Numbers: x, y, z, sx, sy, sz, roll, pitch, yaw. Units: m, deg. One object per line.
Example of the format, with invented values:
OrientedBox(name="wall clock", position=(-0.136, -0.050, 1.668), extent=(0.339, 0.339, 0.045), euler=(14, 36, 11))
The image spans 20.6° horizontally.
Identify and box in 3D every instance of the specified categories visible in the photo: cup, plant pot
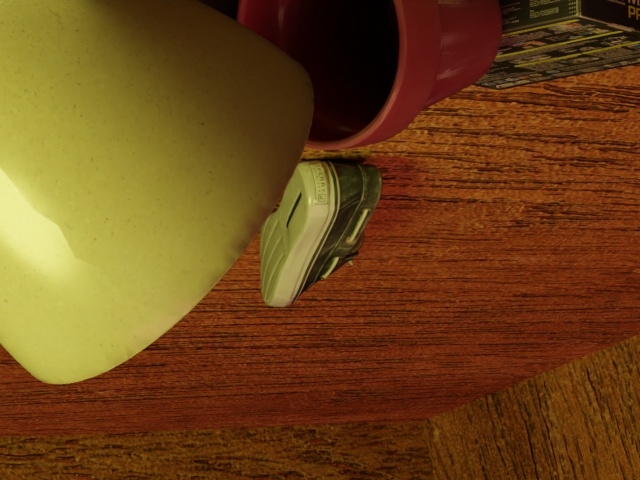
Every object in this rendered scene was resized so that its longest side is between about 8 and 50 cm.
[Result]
OrientedBox(name="cup", position=(-0.204, -0.090, 1.374), extent=(0.331, 0.331, 0.237), euler=(-24, 125, 38))
OrientedBox(name="plant pot", position=(0.057, -0.188, 1.563), extent=(0.180, 0.201, 0.201), euler=(-14, 170, -44))

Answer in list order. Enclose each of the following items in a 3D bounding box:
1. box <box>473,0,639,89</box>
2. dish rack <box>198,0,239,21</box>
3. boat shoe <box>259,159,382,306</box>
OrientedBox(name="box", position=(0.206, -0.205, 1.698), extent=(0.216, 0.060, 0.270), euler=(6, 171, -44))
OrientedBox(name="dish rack", position=(-0.116, -0.166, 1.718), extent=(0.208, 0.074, 0.271), euler=(-3, 164, -22))
OrientedBox(name="boat shoe", position=(0.000, 0.000, 2.249), extent=(0.119, 0.121, 0.335), euler=(-2, 160, -15))
